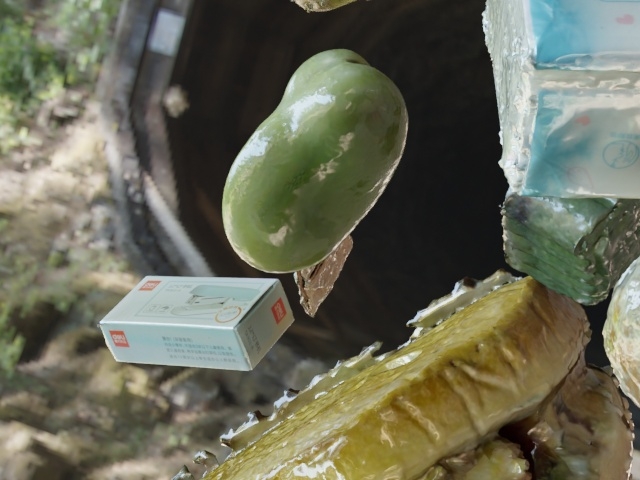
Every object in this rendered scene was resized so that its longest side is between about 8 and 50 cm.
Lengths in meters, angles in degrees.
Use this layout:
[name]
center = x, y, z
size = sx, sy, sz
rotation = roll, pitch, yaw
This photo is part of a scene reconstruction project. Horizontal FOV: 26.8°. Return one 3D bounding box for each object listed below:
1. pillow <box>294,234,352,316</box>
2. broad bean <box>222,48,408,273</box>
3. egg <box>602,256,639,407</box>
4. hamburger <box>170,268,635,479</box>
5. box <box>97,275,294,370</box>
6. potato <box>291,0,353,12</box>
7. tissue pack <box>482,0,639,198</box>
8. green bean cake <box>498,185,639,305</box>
[pillow]
center = 0.000, 0.000, 1.660
size = 0.126, 0.043, 0.232
rotation = -60, -18, -22
[broad bean]
center = -0.005, -0.083, 1.480
size = 0.189, 0.121, 0.263
rotation = 20, -67, -40
[egg]
center = 0.430, 0.107, 1.579
size = 0.195, 0.195, 0.233
rotation = -49, -38, -57
[hamburger]
center = 0.060, 0.241, 1.106
size = 0.445, 0.268, 0.287
rotation = -32, 3, 11
[box]
center = -0.186, 0.120, 1.982
size = 0.135, 0.269, 0.079
rotation = -47, -52, -44
[potato]
center = 0.062, -0.476, 2.098
size = 0.296, 0.191, 0.141
rotation = -38, -21, 24
[tissue pack]
center = 0.238, -0.117, 0.792
size = 0.124, 0.271, 0.201
rotation = 91, -179, -46
[green bean cake]
center = 0.228, -0.047, 1.061
size = 0.173, 0.094, 0.181
rotation = -53, -22, -10
